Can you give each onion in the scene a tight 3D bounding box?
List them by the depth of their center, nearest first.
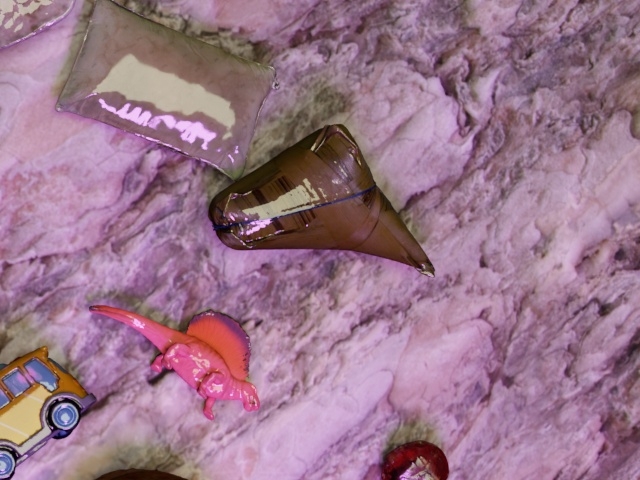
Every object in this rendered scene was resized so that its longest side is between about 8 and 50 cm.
[{"bbox_3d":[0.141,0.350,2.054,0.107,0.097,0.107,-12,132,-14],"label":"onion"}]

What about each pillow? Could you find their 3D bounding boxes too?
[{"bbox_3d":[-0.218,-0.220,1.991,0.302,0.075,0.185,21,80,-16],"label":"pillow"}]

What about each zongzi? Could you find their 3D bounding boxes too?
[{"bbox_3d":[0.000,0.000,2.026,0.260,0.123,0.289,-35,100,-15],"label":"zongzi"}]

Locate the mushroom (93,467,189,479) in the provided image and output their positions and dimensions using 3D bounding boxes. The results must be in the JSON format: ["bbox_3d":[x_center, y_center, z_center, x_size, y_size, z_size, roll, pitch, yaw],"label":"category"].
[{"bbox_3d":[-0.227,0.453,1.855,0.263,0.195,0.283,-23,92,-26],"label":"mushroom"}]

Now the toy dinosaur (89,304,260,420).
[{"bbox_3d":[-0.188,0.142,1.978,0.286,0.070,0.139,41,63,-8],"label":"toy dinosaur"}]

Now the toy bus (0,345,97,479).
[{"bbox_3d":[-0.421,0.240,1.847,0.209,0.126,0.136,-36,88,-19],"label":"toy bus"}]

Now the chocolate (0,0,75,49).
[{"bbox_3d":[-0.470,-0.421,1.909,0.185,0.100,0.303,-27,91,-10],"label":"chocolate"}]
